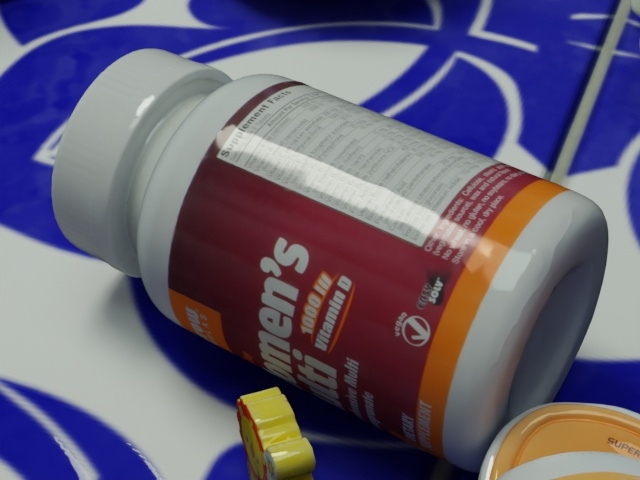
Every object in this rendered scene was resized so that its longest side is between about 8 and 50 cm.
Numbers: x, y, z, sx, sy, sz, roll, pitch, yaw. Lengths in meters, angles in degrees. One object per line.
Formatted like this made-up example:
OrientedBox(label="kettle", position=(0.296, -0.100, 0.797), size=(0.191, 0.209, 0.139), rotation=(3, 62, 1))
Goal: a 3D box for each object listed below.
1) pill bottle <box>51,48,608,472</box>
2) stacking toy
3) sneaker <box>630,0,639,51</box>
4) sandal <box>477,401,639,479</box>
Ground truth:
OrientedBox(label="pill bottle", position=(0.000, 0.000, 0.576), size=(0.221, 0.121, 0.121), rotation=(24, 50, 24))
OrientedBox(label="stacking toy", position=(-0.053, 0.151, 0.453), size=(0.166, 0.052, 0.221), rotation=(-14, 40, -18))
OrientedBox(label="sneaker", position=(0.214, -0.085, 0.692), size=(0.092, 0.087, 0.229), rotation=(-5, 38, 9))
OrientedBox(label="sandal", position=(0.100, 0.138, 0.397), size=(0.101, 0.076, 0.265), rotation=(-3, 43, 5))
